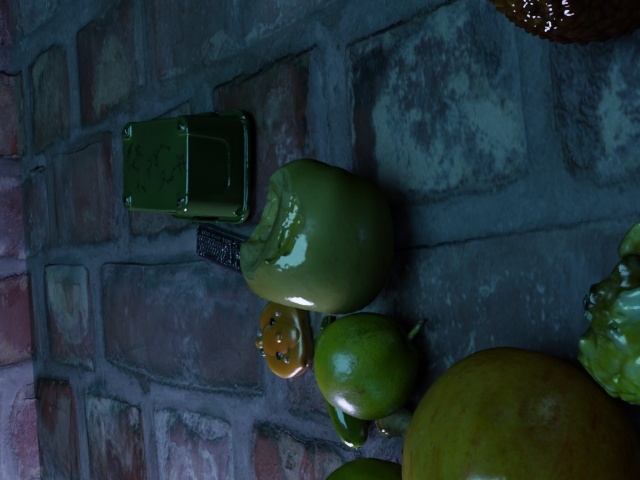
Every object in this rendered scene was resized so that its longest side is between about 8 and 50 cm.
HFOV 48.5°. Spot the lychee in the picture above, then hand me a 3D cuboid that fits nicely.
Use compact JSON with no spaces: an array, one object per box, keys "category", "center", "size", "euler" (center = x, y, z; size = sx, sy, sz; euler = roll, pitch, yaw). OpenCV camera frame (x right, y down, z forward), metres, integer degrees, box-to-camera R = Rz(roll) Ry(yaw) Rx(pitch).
[{"category":"lychee","center":[0.308,-0.369,0.844],"size":[0.268,0.268,0.267],"euler":[4,95,48]}]

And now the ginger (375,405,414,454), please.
[{"category":"ginger","center":[0.186,0.345,1.144],"size":[0.288,0.075,0.089],"euler":[29,90,49]}]

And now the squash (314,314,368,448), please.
[{"category":"squash","center":[0.031,0.261,1.316],"size":[0.066,0.066,0.251],"euler":[-33,68,44]}]

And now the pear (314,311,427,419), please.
[{"category":"pear","center":[0.095,0.197,1.183],"size":[0.216,0.166,0.180],"euler":[-32,90,11]}]

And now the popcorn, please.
[{"category":"popcorn","center":[0.383,0.083,0.816],"size":[0.198,0.198,0.212],"euler":[-3,113,49]}]

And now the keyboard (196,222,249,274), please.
[{"category":"keyboard","center":[-0.215,0.019,1.612],"size":[0.230,0.025,0.093],"euler":[16,107,47]}]

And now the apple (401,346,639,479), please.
[{"category":"apple","center":[0.257,0.277,0.896],"size":[0.299,0.299,0.275],"euler":[-7,43,48]}]

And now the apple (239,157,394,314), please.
[{"category":"apple","center":[0.000,0.000,1.204],"size":[0.279,0.279,0.278],"euler":[4,95,48]}]

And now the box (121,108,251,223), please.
[{"category":"box","center":[-0.311,-0.163,1.594],"size":[0.329,0.178,0.252],"euler":[4,96,49]}]

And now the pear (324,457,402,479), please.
[{"category":"pear","center":[0.088,0.465,1.162],"size":[0.269,0.213,0.212],"euler":[-27,72,51]}]

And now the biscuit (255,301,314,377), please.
[{"category":"biscuit","center":[-0.084,0.199,1.455],"size":[0.170,0.050,0.170],"euler":[2,93,49]}]
